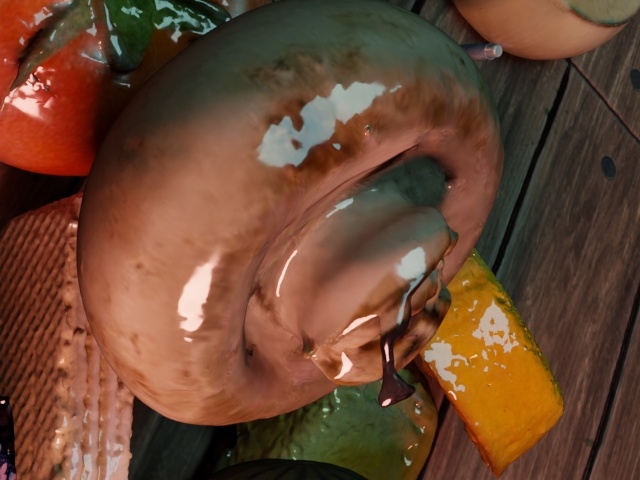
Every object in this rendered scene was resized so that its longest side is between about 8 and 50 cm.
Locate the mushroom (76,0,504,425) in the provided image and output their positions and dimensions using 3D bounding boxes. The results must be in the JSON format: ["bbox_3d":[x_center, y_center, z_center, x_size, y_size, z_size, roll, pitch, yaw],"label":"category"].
[{"bbox_3d":[0.000,0.000,1.085,0.362,0.362,0.294,-13,44,-45],"label":"mushroom"}]

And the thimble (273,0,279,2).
[{"bbox_3d":[-0.001,-0.117,1.384,0.271,0.150,0.271,37,34,-30],"label":"thimble"}]

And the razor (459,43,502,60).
[{"bbox_3d":[0.154,-0.212,1.628,0.068,0.135,0.040,24,78,-37],"label":"razor"}]

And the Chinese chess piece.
[{"bbox_3d":[0.274,-0.394,1.795,0.338,0.140,0.338,13,71,-42],"label":"Chinese chess piece"}]

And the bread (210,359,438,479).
[{"bbox_3d":[0.020,0.161,1.374,0.204,0.162,0.262,34,58,-46],"label":"bread"}]

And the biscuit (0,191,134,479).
[{"bbox_3d":[-0.211,0.179,1.160,0.078,0.144,0.426,14,70,-42],"label":"biscuit"}]

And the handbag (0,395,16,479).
[{"bbox_3d":[-0.302,0.195,1.030,0.127,0.229,0.208,30,52,13],"label":"handbag"}]

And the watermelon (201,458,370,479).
[{"bbox_3d":[-0.035,0.360,1.176,0.279,0.279,0.359,4,86,-43],"label":"watermelon"}]

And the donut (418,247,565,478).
[{"bbox_3d":[0.146,0.097,1.464,0.108,0.277,0.277,-33,105,1],"label":"donut"}]

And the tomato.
[{"bbox_3d":[-0.210,-0.205,1.190,0.341,0.273,0.341,0,89,-41],"label":"tomato"}]
